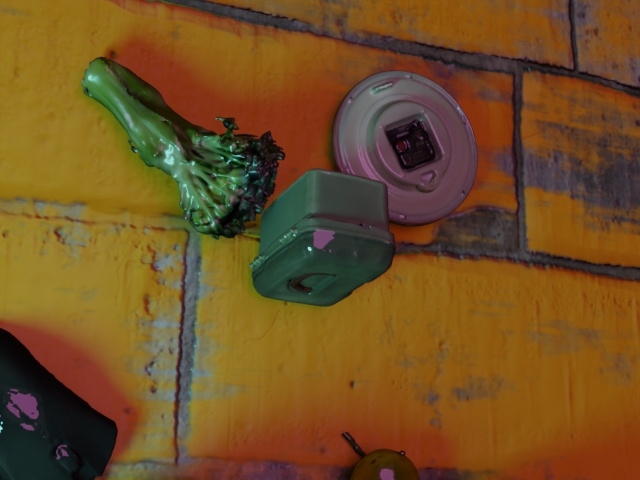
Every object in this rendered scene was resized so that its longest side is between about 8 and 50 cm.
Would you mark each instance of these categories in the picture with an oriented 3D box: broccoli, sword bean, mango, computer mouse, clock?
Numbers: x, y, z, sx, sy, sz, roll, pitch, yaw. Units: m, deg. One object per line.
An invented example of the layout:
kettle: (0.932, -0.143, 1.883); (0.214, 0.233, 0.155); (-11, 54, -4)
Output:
broccoli: (-0.192, -0.138, 1.340); (0.304, 0.145, 0.165); (38, 105, -1)
sword bean: (0.060, 0.300, 1.407); (0.083, 0.012, 0.012); (48, 65, -9)
mango: (0.088, 0.366, 1.369); (0.103, 0.076, 0.161); (0, 88, -21)
computer mouse: (-0.361, 0.216, 1.205); (0.264, 0.088, 0.147); (44, 68, -12)
clock: (0.129, -0.140, 1.510); (0.244, 0.056, 0.244); (5, 77, -23)

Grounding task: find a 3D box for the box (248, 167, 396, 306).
box: (0.000, 0.000, 1.340); (0.148, 0.210, 0.129); (10, 68, -23)
